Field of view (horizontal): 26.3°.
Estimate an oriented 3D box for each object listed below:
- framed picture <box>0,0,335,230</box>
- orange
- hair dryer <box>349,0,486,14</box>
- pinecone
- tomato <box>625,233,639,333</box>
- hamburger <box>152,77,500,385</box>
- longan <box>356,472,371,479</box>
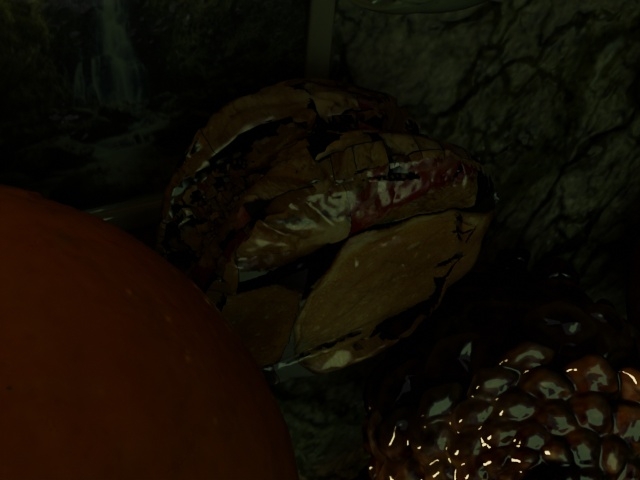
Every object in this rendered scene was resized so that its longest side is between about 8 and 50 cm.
[{"bbox_3d":[-0.138,-0.097,0.786,0.324,0.020,0.240,-12,130,-24],"label":"framed picture"},{"bbox_3d":[-0.222,0.153,0.699,0.424,0.326,0.424,-27,170,-5],"label":"orange"},{"bbox_3d":[0.044,-0.244,0.665,0.296,0.119,0.298,-27,135,-54],"label":"hair dryer"},{"bbox_3d":[0.137,0.126,0.974,0.224,0.272,0.224,-1,108,-3],"label":"pinecone"},{"bbox_3d":[0.362,0.057,1.079,0.232,0.232,0.188,-2,168,-31],"label":"tomato"},{"bbox_3d":[0.000,0.000,0.867,0.231,0.107,0.231,-23,146,-17],"label":"hamburger"},{"bbox_3d":[0.063,0.270,1.127,0.204,0.159,0.184,1,112,0],"label":"longan"}]
